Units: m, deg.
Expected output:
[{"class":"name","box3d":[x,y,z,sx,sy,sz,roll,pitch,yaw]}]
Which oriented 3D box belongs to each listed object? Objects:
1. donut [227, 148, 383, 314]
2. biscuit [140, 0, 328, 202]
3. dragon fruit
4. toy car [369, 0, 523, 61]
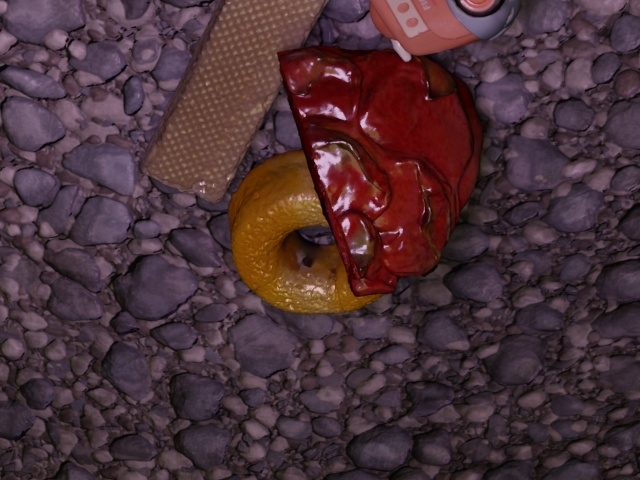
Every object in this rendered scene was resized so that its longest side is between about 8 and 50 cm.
[{"class":"donut","box3d":[0.000,0.000,1.895,0.303,0.110,0.302,2,126,3]},{"class":"biscuit","box3d":[-0.120,-0.239,1.751,0.144,0.078,0.426,24,124,-14]},{"class":"dragon fruit","box3d":[0.103,-0.115,1.639,0.286,0.329,0.228,-8,146,1]},{"class":"toy car","box3d":[0.133,-0.367,1.568,0.212,0.180,0.270,-22,104,31]}]
